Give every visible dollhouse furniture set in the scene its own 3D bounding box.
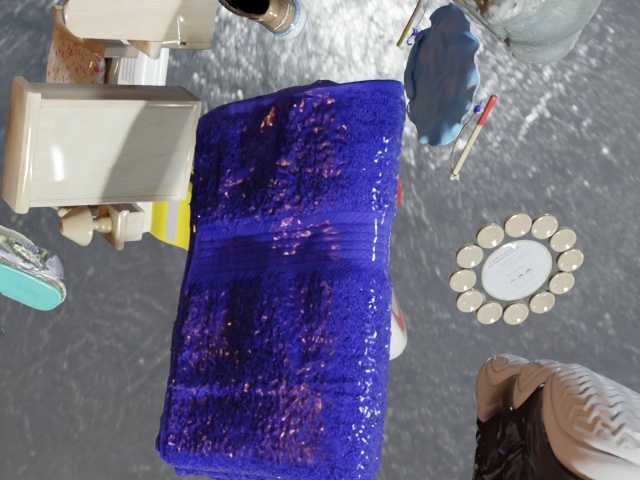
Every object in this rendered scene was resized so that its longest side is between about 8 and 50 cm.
[{"bbox_3d":[-0.282,-0.170,1.197,0.173,0.355,0.303,-4,118,-36],"label":"dollhouse furniture set"}]

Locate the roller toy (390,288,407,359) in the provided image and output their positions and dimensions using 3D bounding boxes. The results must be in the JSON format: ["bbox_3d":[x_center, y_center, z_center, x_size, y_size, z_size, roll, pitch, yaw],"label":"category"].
[{"bbox_3d":[-0.005,0.053,1.263,0.146,0.191,0.209,-21,117,7],"label":"roller toy"}]

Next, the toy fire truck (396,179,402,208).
[{"bbox_3d":[0.000,0.000,1.835,0.169,0.254,0.302,22,143,-38],"label":"toy fire truck"}]

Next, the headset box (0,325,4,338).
[{"bbox_3d":[-0.624,0.057,1.752,0.131,0.283,0.246,-36,67,-2],"label":"headset box"}]

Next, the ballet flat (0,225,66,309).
[{"bbox_3d":[-0.195,0.003,0.663,0.114,0.041,0.041,28,110,-31],"label":"ballet flat"}]

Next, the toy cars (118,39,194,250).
[{"bbox_3d":[-0.225,-0.141,1.398,0.176,0.087,0.394,-32,79,49],"label":"toy cars"}]

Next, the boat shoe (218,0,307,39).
[{"bbox_3d":[-0.091,-0.310,1.460,0.066,0.183,0.066,21,100,-48],"label":"boat shoe"}]

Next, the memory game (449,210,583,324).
[{"bbox_3d":[0.260,0.039,1.579,0.186,0.012,0.186,-6,126,-9],"label":"memory game"}]

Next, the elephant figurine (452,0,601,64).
[{"bbox_3d":[0.161,-0.235,0.699,0.239,0.186,0.169,-46,149,11],"label":"elephant figurine"}]

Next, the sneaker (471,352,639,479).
[{"bbox_3d":[0.087,0.133,0.486,0.101,0.268,0.153,27,85,5],"label":"sneaker"}]

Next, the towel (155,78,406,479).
[{"bbox_3d":[-0.038,0.033,0.912,0.076,0.227,0.308,13,75,-39],"label":"towel"}]

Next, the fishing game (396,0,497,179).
[{"bbox_3d":[0.162,-0.209,1.519,0.041,0.264,0.189,3,134,-23],"label":"fishing game"}]
